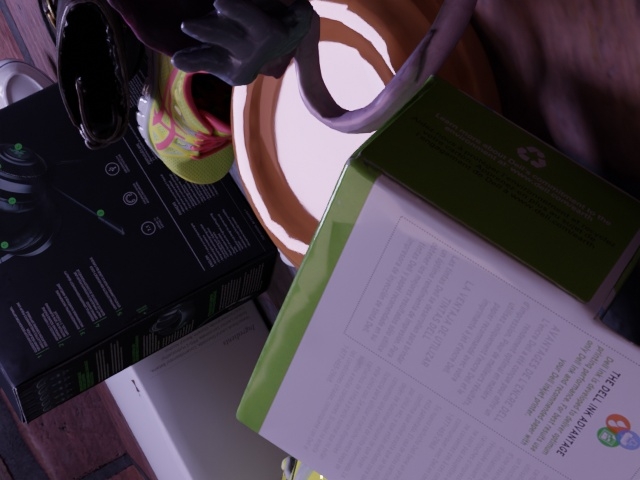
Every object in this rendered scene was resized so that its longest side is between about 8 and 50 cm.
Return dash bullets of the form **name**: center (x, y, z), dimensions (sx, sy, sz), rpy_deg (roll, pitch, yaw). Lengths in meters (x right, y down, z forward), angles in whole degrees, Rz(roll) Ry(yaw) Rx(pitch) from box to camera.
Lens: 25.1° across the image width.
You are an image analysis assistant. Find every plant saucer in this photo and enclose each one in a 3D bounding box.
- **plant saucer**: center (0.014, -0.059, 0.791), dimensions (0.200, 0.037, 0.200), rpy_deg (15, 110, 45)

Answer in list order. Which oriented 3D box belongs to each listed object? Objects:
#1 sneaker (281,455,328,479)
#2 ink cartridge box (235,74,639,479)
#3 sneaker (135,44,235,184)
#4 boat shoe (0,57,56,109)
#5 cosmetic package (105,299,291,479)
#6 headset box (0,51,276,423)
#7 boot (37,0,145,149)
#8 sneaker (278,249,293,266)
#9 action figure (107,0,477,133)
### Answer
- **sneaker**: center (0.028, 0.264, 1.314), dimensions (0.384, 0.145, 0.147), rpy_deg (107, 146, -59)
- **ink cartridge box**: center (0.108, 0.073, 0.687), dimensions (0.255, 0.097, 0.188), rpy_deg (32, 131, 10)
- **sneaker**: center (-0.089, -0.102, 1.110), dimensions (0.094, 0.081, 0.208), rpy_deg (49, 160, 28)
- **boat shoe**: center (-0.321, -0.106, 1.779), dimensions (0.088, 0.096, 0.267), rpy_deg (12, 131, 64)
- **cosmetic package**: center (-0.120, 0.162, 1.508), dimensions (0.365, 0.155, 0.197), rpy_deg (63, 161, -3)
- **headset box**: center (-0.226, -0.003, 1.325), dimensions (0.246, 0.283, 0.131), rpy_deg (56, 163, 14)
- **boot**: center (-0.185, -0.159, 1.149), dimensions (0.263, 0.091, 0.229), rpy_deg (85, 174, -50)
- **sneaker**: center (0.000, 0.000, 1.059), dimensions (0.152, 0.054, 0.061), rpy_deg (35, 146, 58)
- **action figure**: center (-0.066, -0.269, 0.702), dimensions (0.276, 0.248, 0.370), rpy_deg (19, -147, -41)
